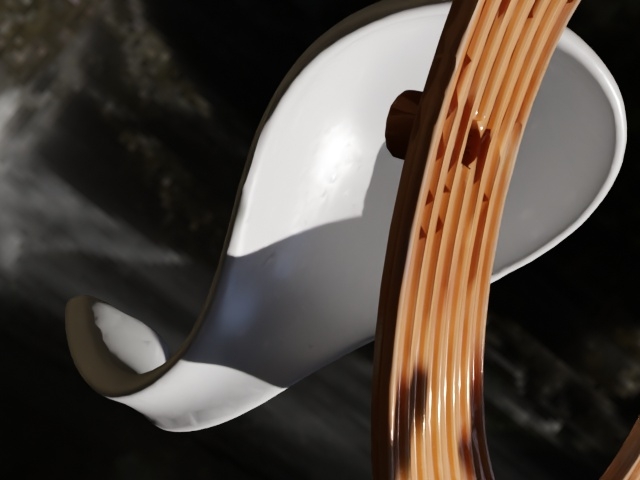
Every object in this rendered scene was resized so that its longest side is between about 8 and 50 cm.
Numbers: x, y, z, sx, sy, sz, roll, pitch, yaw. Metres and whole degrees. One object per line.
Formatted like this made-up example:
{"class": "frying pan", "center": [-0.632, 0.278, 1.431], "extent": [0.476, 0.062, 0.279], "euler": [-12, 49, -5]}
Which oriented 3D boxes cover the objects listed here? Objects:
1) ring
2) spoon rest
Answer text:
{"class": "ring", "center": [0.096, -0.006, 0.707], "extent": [0.032, 0.336, 0.336], "euler": [14, -123, 29]}
{"class": "spoon rest", "center": [0.000, 0.000, 0.782], "extent": [0.276, 0.137, 0.084], "euler": [-37, -145, 34]}
